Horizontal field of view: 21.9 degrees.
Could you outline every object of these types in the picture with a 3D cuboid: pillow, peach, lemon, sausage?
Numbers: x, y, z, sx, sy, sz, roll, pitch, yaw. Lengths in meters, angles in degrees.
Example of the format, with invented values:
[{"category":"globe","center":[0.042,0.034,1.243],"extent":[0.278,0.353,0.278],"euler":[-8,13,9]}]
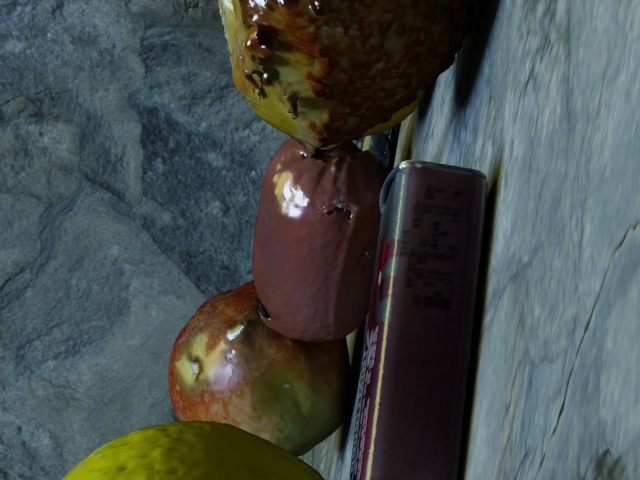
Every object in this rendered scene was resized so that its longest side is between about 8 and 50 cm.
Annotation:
[{"category":"pillow","center":[0.063,-0.100,1.980],"extent":[0.090,0.048,0.150],"euler":[-75,-3,-88]},{"category":"peach","center":[-0.074,0.152,2.005],"extent":[0.257,0.232,0.232],"euler":[65,-152,-55]},{"category":"lemon","center":[-0.111,0.308,1.409],"extent":[0.336,0.336,0.336],"euler":[-171,90,-88]},{"category":"sausage","center":[0.000,0.000,1.822],"extent":[0.152,0.152,0.280],"euler":[-83,3,-46]}]

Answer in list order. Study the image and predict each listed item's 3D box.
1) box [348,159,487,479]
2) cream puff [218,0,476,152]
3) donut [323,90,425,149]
[{"category":"box","center":[0.063,0.071,1.093],"extent":[0.120,0.069,0.224],"euler":[107,170,-73]},{"category":"cream puff","center":[0.024,-0.248,1.329],"extent":[0.350,0.228,0.350],"euler":[175,90,-82]},{"category":"donut","center":[0.025,-0.244,1.688],"extent":[0.303,0.110,0.303],"euler":[26,119,61]}]
